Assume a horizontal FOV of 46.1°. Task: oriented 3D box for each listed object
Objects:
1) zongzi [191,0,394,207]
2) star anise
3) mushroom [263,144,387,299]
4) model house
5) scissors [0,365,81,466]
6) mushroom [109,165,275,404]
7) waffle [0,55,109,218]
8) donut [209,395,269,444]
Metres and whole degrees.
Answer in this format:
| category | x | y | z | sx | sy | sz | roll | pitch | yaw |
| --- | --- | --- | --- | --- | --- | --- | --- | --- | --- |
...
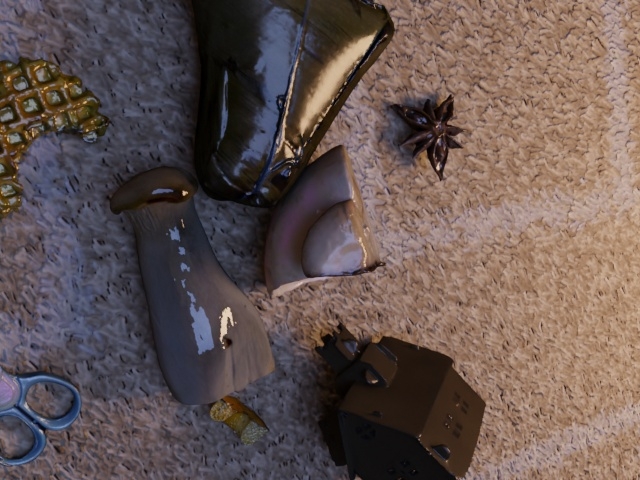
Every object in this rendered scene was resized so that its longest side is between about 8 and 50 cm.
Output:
| category | x | y | z | sx | sy | sz | roll | pitch | yaw |
| --- | --- | --- | --- | --- | --- | --- | --- | --- | --- |
| zongzi | -0.124 | -0.242 | 0.923 | 0.360 | 0.160 | 0.323 | 36 | 79 | -27 |
| star anise | 0.169 | -0.153 | 1.137 | 0.124 | 0.056 | 0.129 | -14 | 87 | -22 |
| mushroom | -0.017 | -0.022 | 1.004 | 0.162 | 0.236 | 0.173 | -18 | 87 | 6 |
| model house | 0.077 | 0.236 | 1.081 | 0.243 | 0.204 | 0.211 | 47 | 30 | -1 |
| scissors | -0.410 | 0.162 | 0.902 | 0.125 | 0.030 | 0.256 | -46 | 116 | -14 |
| mushroom | -0.166 | 0.061 | 0.980 | 0.159 | 0.122 | 0.329 | -40 | 118 | -56 |
| waffle | -0.352 | -0.124 | 0.886 | 0.149 | 0.051 | 0.194 | 39 | 78 | -24 |
| donut | -0.118 | 0.248 | 1.043 | 0.038 | 0.067 | 0.083 | -47 | 149 | 4 |
